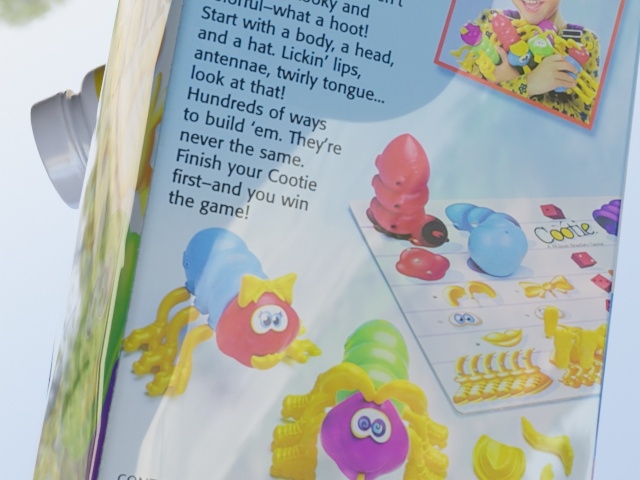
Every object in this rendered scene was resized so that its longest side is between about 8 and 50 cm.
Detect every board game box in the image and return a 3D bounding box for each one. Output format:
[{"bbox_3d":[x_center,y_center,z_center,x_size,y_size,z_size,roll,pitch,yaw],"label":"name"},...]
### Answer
[{"bbox_3d":[0.000,0.000,0.483,0.142,0.144,0.275,154,-53,-70],"label":"board game box"}]

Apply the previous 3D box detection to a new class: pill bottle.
[{"bbox_3d":[-0.131,-0.107,1.287,0.209,0.119,0.119,-21,-163,5],"label":"pill bottle"}]
